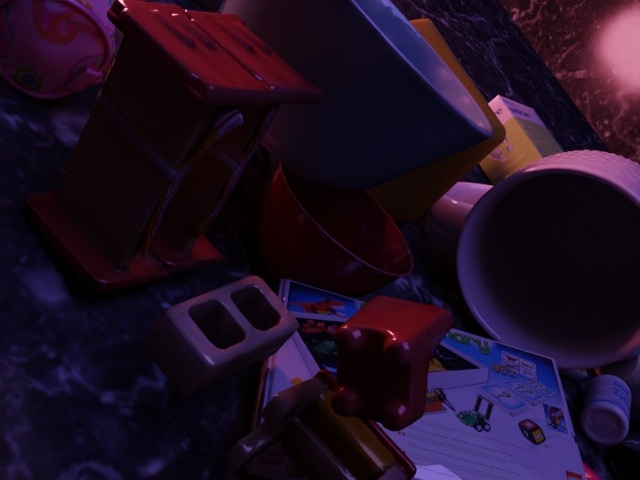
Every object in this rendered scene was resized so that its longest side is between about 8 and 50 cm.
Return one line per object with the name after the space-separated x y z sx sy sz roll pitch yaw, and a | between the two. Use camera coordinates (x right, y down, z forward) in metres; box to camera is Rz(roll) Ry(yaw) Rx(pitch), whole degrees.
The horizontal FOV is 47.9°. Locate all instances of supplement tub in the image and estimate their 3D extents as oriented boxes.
0.441 0.260 1.111 0.071 0.071 0.107 51 30 2 | supplement tub

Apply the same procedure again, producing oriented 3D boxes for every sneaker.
0.488 0.324 1.095 0.106 0.078 0.234 45 32 -14 | sneaker

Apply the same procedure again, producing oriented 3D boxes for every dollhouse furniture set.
-0.037 0.012 0.550 0.374 0.201 0.152 45 29 16 | dollhouse furniture set

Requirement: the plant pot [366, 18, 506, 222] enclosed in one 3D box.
0.073 -0.153 0.965 0.187 0.212 0.212 -11 65 -42 | plant pot

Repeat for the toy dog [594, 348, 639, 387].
0.509 0.089 1.285 0.220 0.161 0.334 35 32 -54 | toy dog

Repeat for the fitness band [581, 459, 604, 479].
0.378 0.359 0.860 0.291 0.054 0.209 43 2 -16 | fitness band

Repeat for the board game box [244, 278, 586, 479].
0.092 0.156 0.668 0.305 0.053 0.193 18 38 -10 | board game box

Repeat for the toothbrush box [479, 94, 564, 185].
0.448 -0.152 1.532 0.206 0.122 0.283 -2 58 -54 | toothbrush box

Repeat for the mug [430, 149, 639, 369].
0.344 -0.013 1.080 0.374 0.276 0.328 20 23 25 | mug

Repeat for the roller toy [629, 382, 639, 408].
0.661 0.278 1.311 0.209 0.146 0.191 19 42 -42 | roller toy

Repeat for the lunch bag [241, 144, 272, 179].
-0.116 -0.144 0.800 0.151 0.096 0.129 36 26 -53 | lunch bag

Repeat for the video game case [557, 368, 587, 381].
0.338 0.106 1.191 0.206 0.026 0.227 27 36 -35 | video game case

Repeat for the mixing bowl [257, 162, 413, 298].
0.000 0.000 0.768 0.181 0.098 0.181 35 25 -19 | mixing bowl

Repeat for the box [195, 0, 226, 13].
-0.166 -0.414 1.039 0.180 0.077 0.147 29 36 -32 | box

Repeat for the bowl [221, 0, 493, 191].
0.012 -0.171 0.731 0.311 0.163 0.311 40 23 -21 | bowl

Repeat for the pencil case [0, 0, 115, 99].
-0.251 -0.265 0.719 0.124 0.124 0.284 29 35 -32 | pencil case
